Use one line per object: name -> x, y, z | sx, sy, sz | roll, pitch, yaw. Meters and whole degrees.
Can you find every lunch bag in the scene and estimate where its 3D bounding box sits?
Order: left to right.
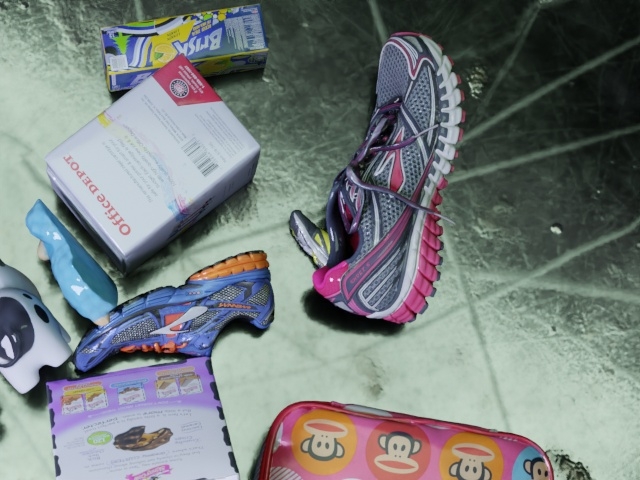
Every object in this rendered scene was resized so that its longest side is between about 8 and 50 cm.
lunch bag -> 0.070, 0.298, 1.565 | 0.293, 0.120, 0.258 | 10, 81, -2

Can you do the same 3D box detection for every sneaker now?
sneaker -> -0.142, 0.084, 1.605 | 0.221, 0.083, 0.087 | -23, 89, -7
sneaker -> 0.000, 0.000, 1.664 | 0.035, 0.031, 0.083 | -36, 92, -19
sneaker -> 0.069, -0.071, 1.626 | 0.112, 0.121, 0.299 | 13, 75, -23

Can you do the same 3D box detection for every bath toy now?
bath toy -> -0.363, 0.118, 1.544 | 0.348, 0.151, 0.129 | -42, 108, -6

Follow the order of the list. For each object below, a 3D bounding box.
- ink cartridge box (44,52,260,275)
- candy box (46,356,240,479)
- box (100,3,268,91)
ink cartridge box -> -0.168, -0.072, 1.608 | 0.176, 0.127, 0.128 | -38, 85, -13
candy box -> -0.168, 0.202, 1.518 | 0.165, 0.196, 0.070 | -8, 121, -8
box -> -0.142, -0.200, 1.675 | 0.169, 0.059, 0.054 | -9, 78, -8
